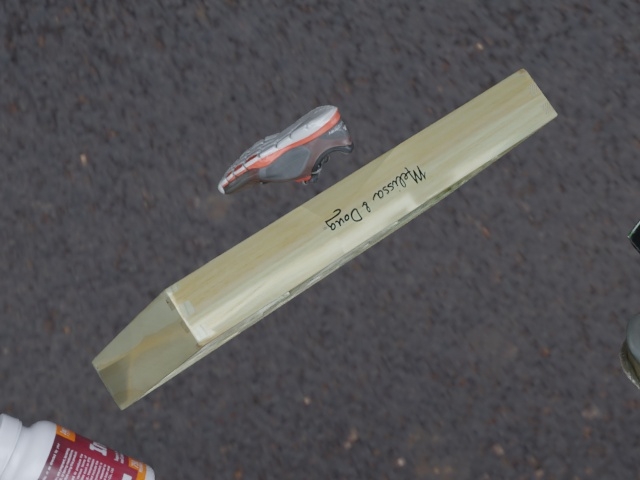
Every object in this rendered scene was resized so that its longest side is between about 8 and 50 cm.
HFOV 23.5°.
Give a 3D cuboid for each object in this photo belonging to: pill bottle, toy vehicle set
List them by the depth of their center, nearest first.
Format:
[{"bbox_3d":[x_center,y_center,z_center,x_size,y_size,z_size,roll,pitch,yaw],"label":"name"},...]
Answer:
[{"bbox_3d":[0.000,0.000,0.907,0.267,0.166,0.035,-33,87,-27],"label":"toy vehicle set"},{"bbox_3d":[-0.236,0.218,1.415,0.152,0.086,0.086,27,107,-16],"label":"pill bottle"}]

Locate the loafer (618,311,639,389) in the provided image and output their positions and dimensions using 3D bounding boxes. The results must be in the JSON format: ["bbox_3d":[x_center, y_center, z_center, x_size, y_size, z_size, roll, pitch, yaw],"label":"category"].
[{"bbox_3d":[0.315,0.147,1.174,0.251,0.094,0.087,37,130,-13],"label":"loafer"}]

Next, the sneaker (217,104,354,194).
[{"bbox_3d":[-0.034,-0.075,1.564,0.158,0.061,0.065,-28,109,28],"label":"sneaker"}]

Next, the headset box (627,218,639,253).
[{"bbox_3d":[0.378,-0.015,0.930,0.283,0.131,0.246,21,114,-35],"label":"headset box"}]
